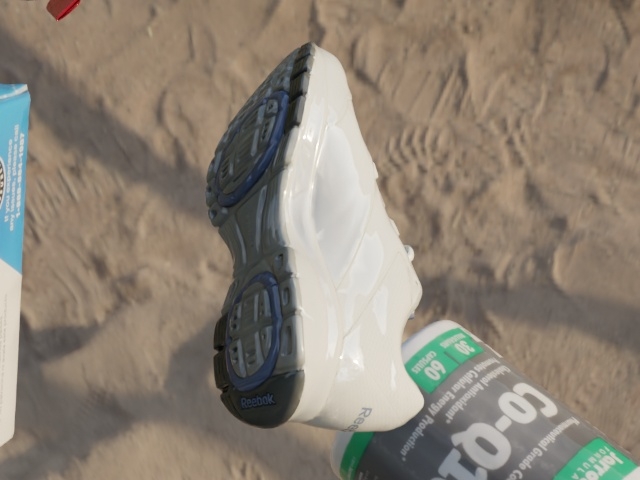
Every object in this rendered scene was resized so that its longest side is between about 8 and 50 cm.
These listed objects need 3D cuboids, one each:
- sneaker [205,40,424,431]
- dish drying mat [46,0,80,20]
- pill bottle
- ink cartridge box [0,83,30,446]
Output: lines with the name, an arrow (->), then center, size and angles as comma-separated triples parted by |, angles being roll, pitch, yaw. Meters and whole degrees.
sneaker -> 0.000, 0.000, 0.916 | 0.129, 0.111, 0.297 | 21, 53, -31
dish drying mat -> -0.242, -0.223, 1.300 | 0.032, 0.008, 0.083 | -43, 26, -2
pill bottle -> 0.203, 0.258, 1.352 | 0.361, 0.204, 0.204 | 37, 70, 23
ink cartridge box -> -0.241, 0.026, 0.530 | 0.168, 0.233, 0.171 | 10, 105, 13
